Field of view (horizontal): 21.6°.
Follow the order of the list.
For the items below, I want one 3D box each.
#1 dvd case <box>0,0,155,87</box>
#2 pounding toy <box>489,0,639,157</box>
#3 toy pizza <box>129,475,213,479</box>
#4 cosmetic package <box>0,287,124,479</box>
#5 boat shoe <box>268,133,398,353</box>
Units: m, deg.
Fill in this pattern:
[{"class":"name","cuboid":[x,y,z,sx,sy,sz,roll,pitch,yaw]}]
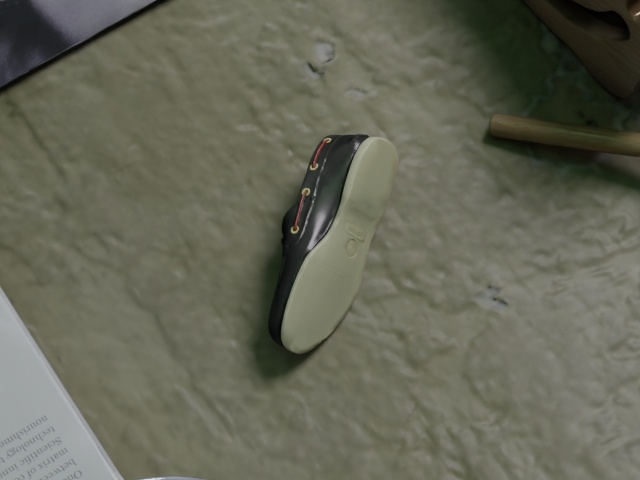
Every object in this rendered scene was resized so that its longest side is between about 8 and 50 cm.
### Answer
[{"class":"dvd case","cuboid":[-0.153,-0.206,0.998,0.221,0.018,0.165,-31,111,-12]},{"class":"pounding toy","cuboid":[0.148,-0.147,0.938,0.155,0.154,0.269,-34,67,-12]},{"class":"toy pizza","cuboid":[-0.086,0.202,0.776,0.201,0.201,0.032,-32,32,-12]},{"class":"cosmetic package","cuboid":[-0.230,0.125,0.840,0.224,0.138,0.225,-31,66,-11]},{"class":"boat shoe","cuboid":[0.001,0.001,0.941,0.042,0.049,0.133,9,70,38]}]
